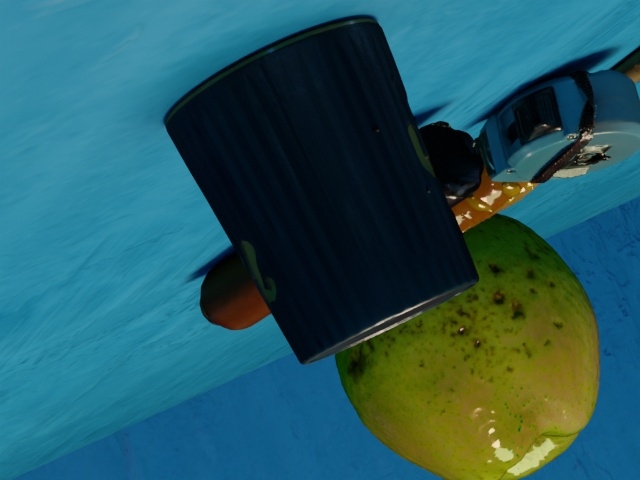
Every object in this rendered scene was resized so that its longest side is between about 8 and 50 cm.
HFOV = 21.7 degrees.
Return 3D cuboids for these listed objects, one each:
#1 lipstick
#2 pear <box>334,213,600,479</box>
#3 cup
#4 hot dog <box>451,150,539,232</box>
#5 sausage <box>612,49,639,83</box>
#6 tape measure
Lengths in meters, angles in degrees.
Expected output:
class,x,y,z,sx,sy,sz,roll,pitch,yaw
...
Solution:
class,x,y,z,sx,sy,sz,roll,pitch,yaw
lipstick,0.000,0.000,1.455,0.077,0.077,0.418,-22,174,-34
pear,0.213,0.159,2.307,0.391,0.391,0.391,-26,174,-3
cup,0.008,-0.021,0.930,0.131,0.155,0.176,-26,172,5
hot dog,0.112,-0.030,1.699,0.269,0.072,0.115,-30,180,32
sausage,0.293,-0.162,1.522,0.024,0.024,0.132,-24,174,-20
tape measure,0.218,-0.100,1.457,0.125,0.081,0.146,-5,163,-20
